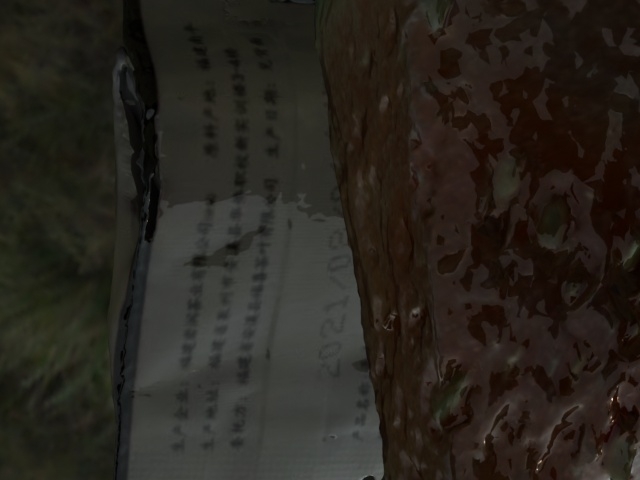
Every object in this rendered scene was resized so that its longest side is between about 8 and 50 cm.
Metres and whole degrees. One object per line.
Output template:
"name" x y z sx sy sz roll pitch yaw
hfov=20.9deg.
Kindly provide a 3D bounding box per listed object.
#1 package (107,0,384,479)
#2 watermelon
"package" 0.000 0.000 0.816 0.204 0.251 0.062 0 -176 -24
"watermelon" 0.089 0.015 0.584 0.193 0.257 0.140 10 164 -14
